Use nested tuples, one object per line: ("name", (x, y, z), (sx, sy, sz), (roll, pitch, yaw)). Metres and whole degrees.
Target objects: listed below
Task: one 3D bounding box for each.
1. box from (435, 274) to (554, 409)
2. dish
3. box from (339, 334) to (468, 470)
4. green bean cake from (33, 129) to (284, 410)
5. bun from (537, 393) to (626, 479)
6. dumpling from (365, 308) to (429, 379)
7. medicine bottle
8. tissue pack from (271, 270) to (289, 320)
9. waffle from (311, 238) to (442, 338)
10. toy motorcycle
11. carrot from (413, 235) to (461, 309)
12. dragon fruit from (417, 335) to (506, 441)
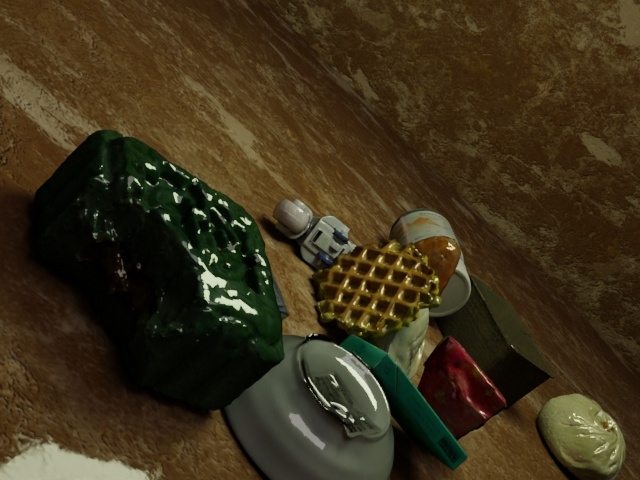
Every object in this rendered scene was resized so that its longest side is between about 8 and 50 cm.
("box", (0.408, 0.243, 1.897), (0.184, 0.143, 0.273), (32, 24, -33))
("dish", (0.009, 0.233, 1.133), (0.316, 0.106, 0.316), (36, 24, -19))
("box", (0.131, 0.260, 1.294), (0.226, 0.042, 0.161), (52, -13, -16))
("green bean cake", (-0.203, 0.033, 1.020), (0.300, 0.169, 0.307), (32, 26, -37))
("bun", (0.649, 0.479, 1.930), (0.244, 0.153, 0.243), (44, 19, -20))
("dumpling", (0.157, 0.183, 1.546), (0.252, 0.132, 0.179), (-87, 156, -51))
("medicine bottle", (0.266, 0.050, 1.942), (0.165, 0.165, 0.273), (38, 20, -24))
("tissue pack", (-0.124, 0.063, 1.291), (0.112, 0.051, 0.156), (22, 31, -47))
("waffle", (0.104, 0.092, 1.489), (0.237, 0.244, 0.058), (-120, -168, -50))
("toy motorcycle", (0.000, 0.000, 1.626), (0.254, 0.112, 0.112), (38, 22, -26))
("carrot", (0.210, 0.072, 1.715), (0.159, 0.225, 0.159), (35, 24, -18))
("dragon fruit", (0.245, 0.269, 1.453), (0.262, 0.163, 0.189), (16, 61, -82))
